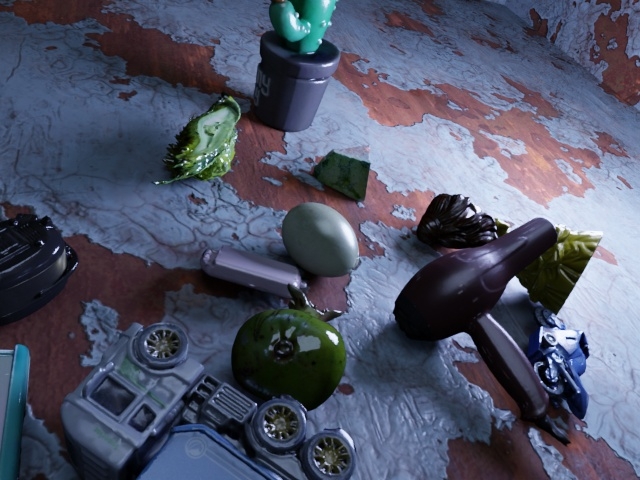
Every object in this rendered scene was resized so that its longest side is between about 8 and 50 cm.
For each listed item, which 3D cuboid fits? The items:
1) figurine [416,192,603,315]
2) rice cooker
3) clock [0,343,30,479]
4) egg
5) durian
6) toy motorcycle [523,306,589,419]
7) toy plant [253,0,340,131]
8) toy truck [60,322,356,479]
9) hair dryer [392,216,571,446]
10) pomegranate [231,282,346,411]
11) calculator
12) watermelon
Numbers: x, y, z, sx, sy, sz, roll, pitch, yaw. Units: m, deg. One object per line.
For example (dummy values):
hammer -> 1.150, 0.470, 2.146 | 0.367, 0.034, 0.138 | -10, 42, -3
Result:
figurine -> 0.356, -0.004, 1.060 | 0.315, 0.187, 0.168 | 28, 76, 22
rice cooker -> -0.409, 0.038, 0.704 | 0.112, 0.106, 0.165 | 31, 50, 17
clock -> -0.405, 0.229, 0.488 | 0.231, 0.116, 0.262 | 5, 43, -27
egg -> 0.000, 0.000, 0.922 | 0.152, 0.114, 0.114 | 40, 42, 17
durian -> -0.229, -0.179, 1.031 | 0.132, 0.106, 0.375 | 19, 38, -6
toy motorcycle -> 0.407, 0.200, 0.916 | 0.114, 0.076, 0.205 | 31, 40, 1
toy plant -> -0.047, -0.446, 1.191 | 0.185, 0.400, 0.279 | 36, 42, 20
toy truck -> -0.102, 0.248, 0.567 | 0.367, 0.146, 0.175 | 31, 44, 12
hair dryer -> 0.317, 0.147, 0.853 | 0.313, 0.123, 0.340 | -26, 65, -10
pomegranate -> -0.032, 0.141, 0.737 | 0.152, 0.131, 0.191 | 25, 31, 9
calculator -> -0.106, 0.049, 0.859 | 0.175, 0.032, 0.100 | 17, 14, -5
watermelon -> 0.086, -0.156, 1.163 | 0.158, 0.097, 0.121 | -15, 51, -41
